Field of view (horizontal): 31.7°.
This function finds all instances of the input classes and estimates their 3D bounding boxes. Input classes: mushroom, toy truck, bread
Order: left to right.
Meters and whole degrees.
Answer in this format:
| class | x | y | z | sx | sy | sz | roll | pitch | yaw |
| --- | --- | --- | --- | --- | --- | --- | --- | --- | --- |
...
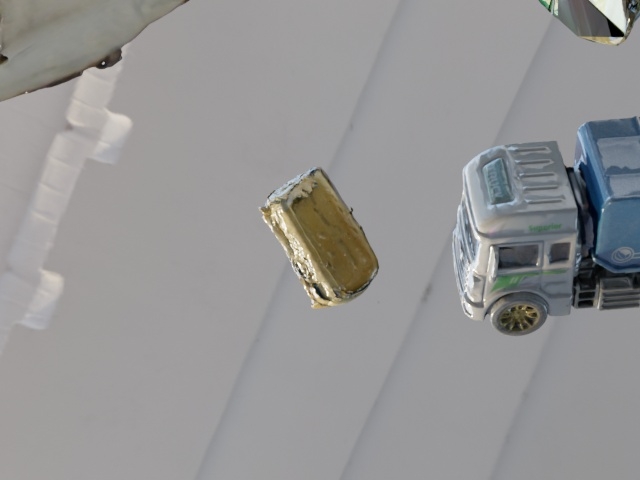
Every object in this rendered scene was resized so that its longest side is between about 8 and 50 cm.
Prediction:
| class | x | y | z | sx | sy | sz | roll | pitch | yaw |
| --- | --- | --- | --- | --- | --- | --- | --- | --- | --- |
| mushroom | -0.172 | -0.201 | 0.697 | 0.286 | 0.156 | 0.151 | -31 | -106 | 2 |
| bread | 0.000 | 0.000 | 0.885 | 0.072 | 0.053 | 0.106 | -41 | -73 | -41 |
| toy truck | 0.313 | -0.019 | 1.094 | 0.367 | 0.175 | 0.146 | -6 | -138 | 2 |

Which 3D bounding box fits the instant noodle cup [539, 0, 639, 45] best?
| class | x | y | z | sx | sy | sz | roll | pitch | yaw |
| --- | --- | --- | --- | --- | --- | --- | --- | --- | --- |
| instant noodle cup | 0.307 | -0.348 | 1.179 | 0.178 | 0.240 | 0.240 | -40 | -94 | -4 |
